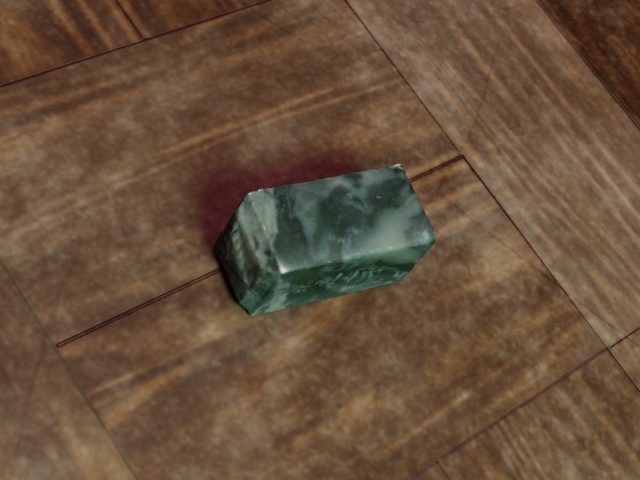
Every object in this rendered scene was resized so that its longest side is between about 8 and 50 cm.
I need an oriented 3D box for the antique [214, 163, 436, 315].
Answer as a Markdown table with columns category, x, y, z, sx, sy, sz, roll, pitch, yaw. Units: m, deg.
| category | x | y | z | sx | sy | sz | roll | pitch | yaw |
| --- | --- | --- | --- | --- | --- | --- | --- | --- | --- |
| antique | 0.000 | 0.000 | 1.134 | 0.183 | 0.088 | 0.086 | -12 | 66 | -29 |
